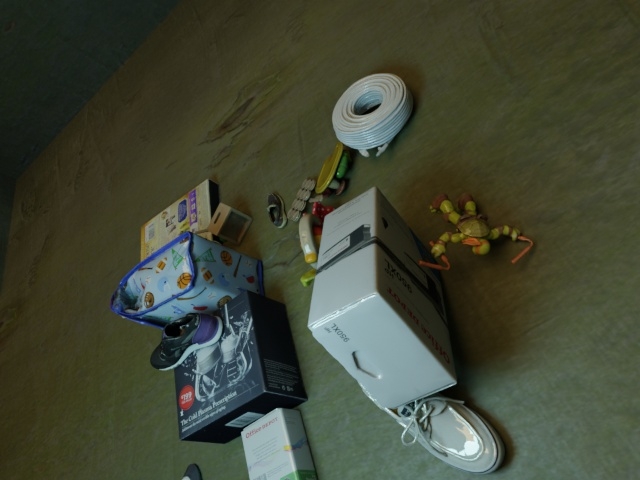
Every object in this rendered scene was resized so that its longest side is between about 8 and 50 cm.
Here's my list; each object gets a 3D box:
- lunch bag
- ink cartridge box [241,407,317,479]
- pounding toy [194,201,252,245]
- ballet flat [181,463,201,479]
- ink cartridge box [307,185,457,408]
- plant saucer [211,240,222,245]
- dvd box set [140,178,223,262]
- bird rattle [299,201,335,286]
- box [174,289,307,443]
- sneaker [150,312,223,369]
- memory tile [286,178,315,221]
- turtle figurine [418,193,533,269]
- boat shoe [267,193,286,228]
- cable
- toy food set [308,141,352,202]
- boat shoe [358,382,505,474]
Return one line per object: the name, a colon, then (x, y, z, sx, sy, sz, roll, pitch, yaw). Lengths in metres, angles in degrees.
lunch bag: (-0.422, 0.181, 1.600, 0.385, 0.327, 0.239, -25, 56, 27)
ink cartridge box: (-0.109, 0.572, 1.314, 0.154, 0.093, 0.213, -37, 52, 20)
pounding toy: (-0.342, -0.052, 1.772, 0.100, 0.130, 0.141, 24, 87, 44)
ballet flat: (-0.386, 0.760, 1.472, 0.074, 0.074, 0.203, -34, 52, 23)
ink cartridge box: (0.137, 0.111, 1.094, 0.166, 0.285, 0.395, -31, 26, 24)
plant saucer: (-0.376, 0.057, 1.793, 0.119, 0.021, 0.120, 5, 104, 21)
dvd box set: (-0.558, -0.017, 1.984, 0.420, 0.062, 0.308, -30, 54, 26)
bird rattle: (0.000, 0.000, 1.428, 0.142, 0.207, 0.254, -7, 74, 18)
box: (-0.251, 0.375, 1.465, 0.343, 0.178, 0.313, -35, 50, 22)
sneaker: (-0.420, 0.279, 1.444, 0.283, 0.124, 0.107, -34, 49, 24)
memory tile: (-0.062, -0.132, 1.629, 0.148, 0.012, 0.113, -64, 21, -1)
turtle figurine: (0.333, -0.029, 1.167, 0.269, 0.087, 0.217, -12, 39, -4)
boat shoe: (-0.154, -0.109, 1.698, 0.056, 0.049, 0.152, -40, 49, 19)
cable: (0.152, -0.394, 1.524, 0.257, 0.089, 0.257, -49, 46, -4)
toy food set: (0.045, -0.198, 1.570, 0.128, 0.071, 0.218, -11, 56, 67)
boat shoe: (0.214, 0.369, 1.094, 0.367, 0.156, 0.136, 32, 92, 44)
